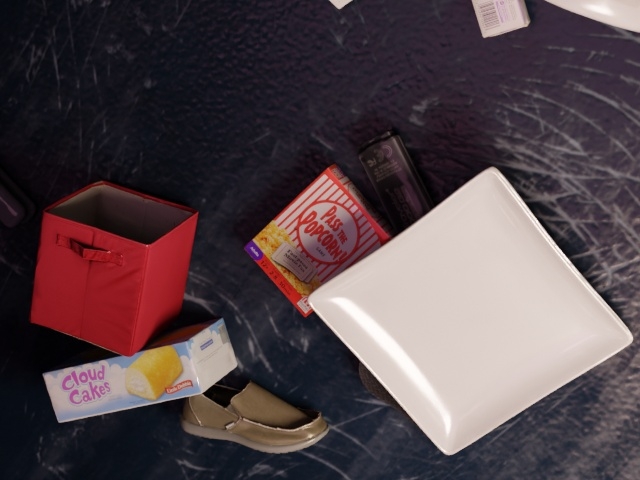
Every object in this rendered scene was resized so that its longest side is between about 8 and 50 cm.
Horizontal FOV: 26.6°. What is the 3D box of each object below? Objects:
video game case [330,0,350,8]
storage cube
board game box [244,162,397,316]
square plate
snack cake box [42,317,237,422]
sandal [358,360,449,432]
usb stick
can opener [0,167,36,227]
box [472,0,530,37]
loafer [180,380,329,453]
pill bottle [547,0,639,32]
[{"bbox_3d":[0.033,-0.455,1.886,0.210,0.041,0.232,-35,134,23],"label":"video game case"},{"bbox_3d":[-0.322,0.040,2.105,0.184,0.215,0.193,18,113,14],"label":"storage cube"},{"bbox_3d":[0.000,0.000,2.074,0.193,0.045,0.147,-44,87,22],"label":"board game box"},{"bbox_3d":[0.217,0.107,1.984,0.347,0.049,0.344,-36,106,20],"label":"square plate"},{"bbox_3d":[-0.285,0.206,2.159,0.264,0.152,0.089,-14,97,20],"label":"snack cake box"},{"bbox_3d":[0.127,0.230,2.093,0.179,0.040,0.067,44,118,-11],"label":"sandal"},{"bbox_3d":[0.143,-0.030,2.021,0.077,0.045,0.278,-26,93,27],"label":"usb stick"},{"bbox_3d":[-0.568,-0.143,2.216,0.093,0.074,0.280,-40,88,21],"label":"can opener"},{"bbox_3d":[0.216,-0.446,1.892,0.067,0.063,0.324,-16,97,20],"label":"box"},{"bbox_3d":[-0.109,0.273,2.146,0.251,0.094,0.087,5,108,18],"label":"loafer"},{"bbox_3d":[0.405,-0.492,1.730,0.229,0.229,0.407,25,108,12],"label":"pill bottle"}]
